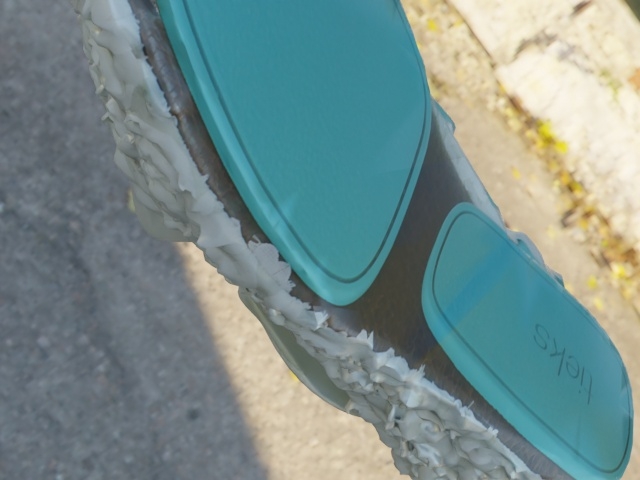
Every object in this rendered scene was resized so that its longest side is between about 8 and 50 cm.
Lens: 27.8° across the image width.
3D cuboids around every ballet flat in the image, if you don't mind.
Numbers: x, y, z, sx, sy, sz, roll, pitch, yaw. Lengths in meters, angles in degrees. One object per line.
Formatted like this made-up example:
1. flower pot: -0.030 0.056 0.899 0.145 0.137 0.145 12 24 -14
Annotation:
1. ballet flat: 0.000 0.000 0.544 0.409 0.147 0.147 52 27 -36
